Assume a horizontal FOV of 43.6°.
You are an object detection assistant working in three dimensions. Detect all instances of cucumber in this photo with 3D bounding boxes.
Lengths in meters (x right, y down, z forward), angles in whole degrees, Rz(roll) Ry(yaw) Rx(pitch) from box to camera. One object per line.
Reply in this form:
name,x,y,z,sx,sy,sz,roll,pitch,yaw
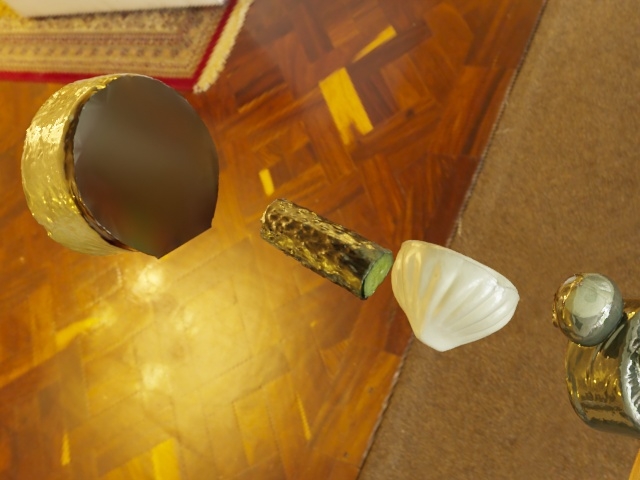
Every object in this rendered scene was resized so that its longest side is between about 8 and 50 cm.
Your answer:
cucumber,-0.002,0.000,1.117,0.211,0.062,0.078,30,74,30

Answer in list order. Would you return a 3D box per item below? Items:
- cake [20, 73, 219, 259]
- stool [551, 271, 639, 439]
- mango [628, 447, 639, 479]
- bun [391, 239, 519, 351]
cake,-0.233,-0.069,0.861,0.178,0.185,0.208,-14,76,41
stool,0.340,0.129,0.847,0.139,0.228,0.153,-4,67,56
mango,0.500,0.348,1.174,0.084,0.102,0.184,14,86,31
bun,0.246,0.129,1.586,0.263,0.263,0.175,18,76,37
